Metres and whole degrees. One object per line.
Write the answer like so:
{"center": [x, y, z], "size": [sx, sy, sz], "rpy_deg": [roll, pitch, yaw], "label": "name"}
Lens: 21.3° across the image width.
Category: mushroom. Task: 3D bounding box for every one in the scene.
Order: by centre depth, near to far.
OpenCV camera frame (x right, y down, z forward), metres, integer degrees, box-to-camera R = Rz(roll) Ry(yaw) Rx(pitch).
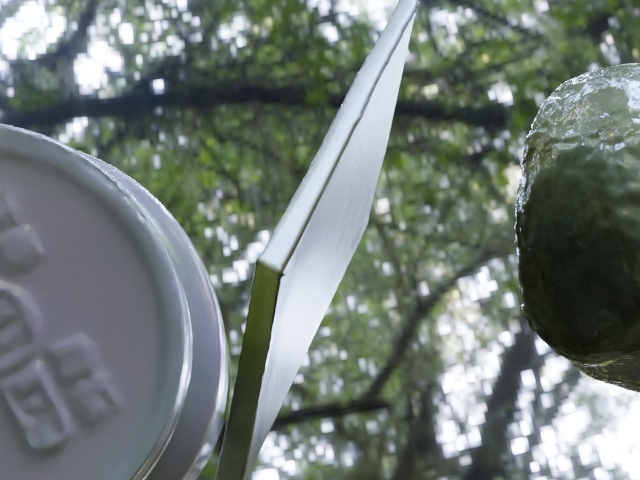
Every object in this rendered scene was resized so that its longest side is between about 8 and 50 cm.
{"center": [0.245, 0.014, 1.274], "size": [0.190, 0.164, 0.267], "rpy_deg": [11, -62, 31], "label": "mushroom"}

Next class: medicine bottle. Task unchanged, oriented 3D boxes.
{"center": [-0.154, 0.064, 0.876], "size": [0.214, 0.213, 0.378], "rpy_deg": [-7, -6, -3], "label": "medicine bottle"}

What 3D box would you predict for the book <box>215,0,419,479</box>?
{"center": [0.000, 0.000, 1.151], "size": [0.021, 0.310, 0.217], "rpy_deg": [19, -48, 7], "label": "book"}
